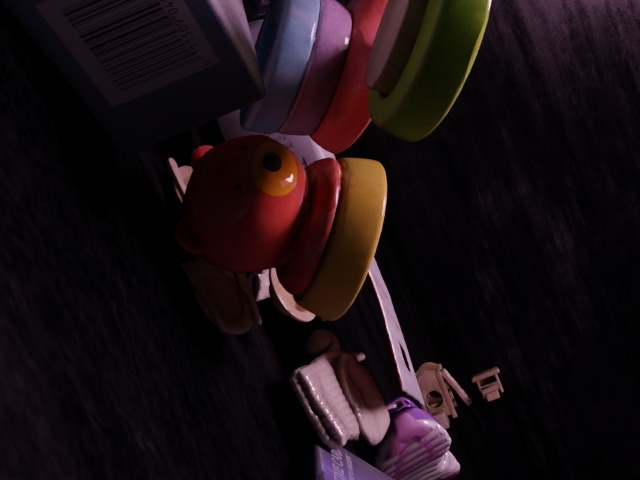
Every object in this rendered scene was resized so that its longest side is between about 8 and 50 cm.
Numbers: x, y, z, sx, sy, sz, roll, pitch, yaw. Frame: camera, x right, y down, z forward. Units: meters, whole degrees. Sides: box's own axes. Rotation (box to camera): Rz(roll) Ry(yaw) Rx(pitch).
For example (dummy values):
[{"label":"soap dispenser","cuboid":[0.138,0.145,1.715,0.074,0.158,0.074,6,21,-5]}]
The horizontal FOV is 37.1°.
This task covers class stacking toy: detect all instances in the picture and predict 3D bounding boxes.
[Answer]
[{"label":"stacking toy","cuboid":[-0.004,-0.135,0.693,0.309,0.130,0.279,-89,-160,-46]}]

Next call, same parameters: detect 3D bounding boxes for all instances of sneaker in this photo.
[{"label":"sneaker","cuboid":[0.099,0.233,1.140,0.236,0.095,0.105,63,2,-63]}]

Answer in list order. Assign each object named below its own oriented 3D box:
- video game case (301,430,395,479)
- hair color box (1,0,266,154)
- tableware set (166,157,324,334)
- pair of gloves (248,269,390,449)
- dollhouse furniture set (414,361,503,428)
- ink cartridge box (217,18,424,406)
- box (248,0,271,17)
[{"label":"video game case","cuboid":[0.106,0.247,0.722,0.274,0.026,0.196,31,2,-2]},{"label":"hair color box","cuboid":[-0.152,-0.266,0.677,0.185,0.113,0.374,59,12,-52]},{"label":"tableware set","cuboid":[-0.059,0.008,0.752,0.168,0.020,0.141,7,55,-57]},{"label":"pair of gloves","cuboid":[-0.006,0.078,0.879,0.240,0.042,0.204,63,9,16]},{"label":"dollhouse furniture set","cuboid":[0.260,0.273,1.795,0.182,0.161,0.101,-7,75,-83]},{"label":"ink cartridge box","cuboid":[0.000,0.000,1.017,0.308,0.091,0.385,52,17,-74]},{"label":"box","cuboid":[-0.072,-0.288,0.841,0.116,0.029,0.162,-100,177,-87]}]
